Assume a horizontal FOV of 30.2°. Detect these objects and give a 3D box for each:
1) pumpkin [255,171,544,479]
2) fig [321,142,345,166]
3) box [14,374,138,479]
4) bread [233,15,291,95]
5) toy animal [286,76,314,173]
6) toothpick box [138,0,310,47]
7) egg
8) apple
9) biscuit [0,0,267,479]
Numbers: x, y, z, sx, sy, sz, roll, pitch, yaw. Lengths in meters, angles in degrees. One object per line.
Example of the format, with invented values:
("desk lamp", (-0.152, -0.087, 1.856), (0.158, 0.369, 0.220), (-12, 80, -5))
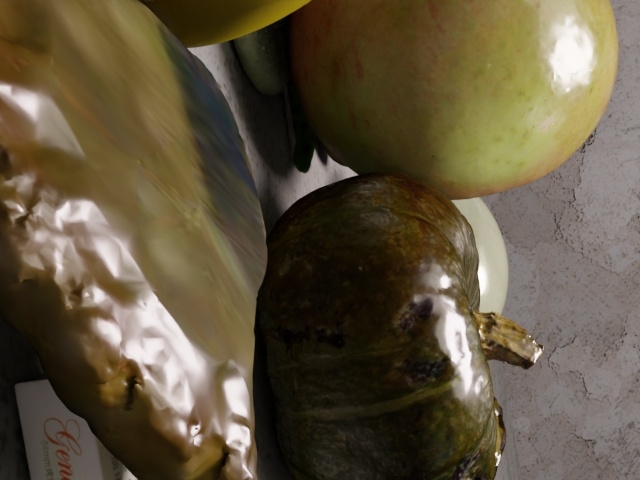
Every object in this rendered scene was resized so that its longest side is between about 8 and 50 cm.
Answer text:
("pumpkin", (0.068, 0.067, 1.018), (0.232, 0.242, 0.325), (77, 7, -51))
("fig", (0.037, -0.157, 1.340), (0.155, 0.103, 0.109), (74, -10, -56))
("box", (-0.109, 0.114, 0.660), (0.152, 0.048, 0.100), (-10, 91, -75))
("bread", (-0.048, -0.198, 1.159), (0.193, 0.036, 0.112), (-57, 137, -70))
("toy animal", (-0.017, -0.172, 1.266), (0.075, 0.041, 0.217), (27, 58, -75))
("toothpick box", (-0.095, -0.270, 0.714), (0.175, 0.175, 0.271), (-82, 149, -52))
("egg", (0.122, 0.034, 1.369), (0.186, 0.186, 0.253), (62, 19, -52))
("apple", (0.125, -0.200, 1.157), (0.319, 0.319, 0.277), (-84, 160, -50))
("biscuit", (-0.099, -0.019, 0.616), (0.335, 0.078, 0.329), (67, 13, 3))
